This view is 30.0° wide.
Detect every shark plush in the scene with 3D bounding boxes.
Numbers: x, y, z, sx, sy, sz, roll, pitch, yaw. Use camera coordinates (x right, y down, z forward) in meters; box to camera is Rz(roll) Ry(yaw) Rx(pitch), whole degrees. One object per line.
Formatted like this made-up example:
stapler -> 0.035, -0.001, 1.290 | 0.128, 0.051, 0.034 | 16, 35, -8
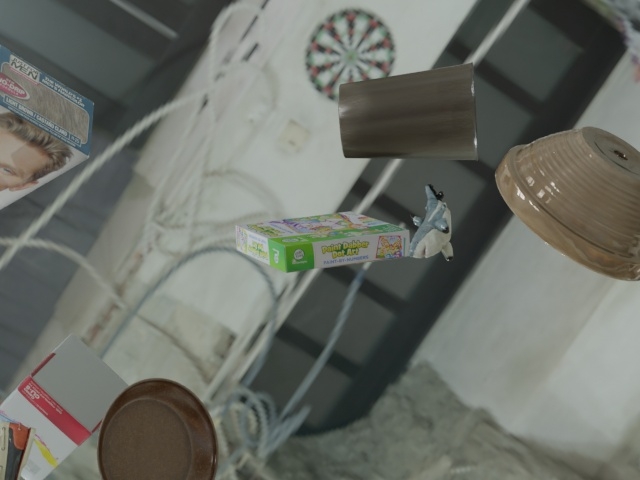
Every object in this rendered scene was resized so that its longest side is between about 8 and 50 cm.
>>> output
shark plush -> 0.174, -0.038, 1.912 | 0.067, 0.161, 0.073 | -5, 146, 10

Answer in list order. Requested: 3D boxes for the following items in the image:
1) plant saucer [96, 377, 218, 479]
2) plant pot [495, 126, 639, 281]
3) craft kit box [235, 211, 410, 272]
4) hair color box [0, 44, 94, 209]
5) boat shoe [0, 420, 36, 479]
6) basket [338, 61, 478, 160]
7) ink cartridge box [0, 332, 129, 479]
plant saucer -> -0.227, 0.288, 1.622 | 0.199, 0.198, 0.036 | 30, 149, -34
plant pot -> 0.350, -0.066, 1.507 | 0.237, 0.109, 0.237 | 24, -150, -15
craft kit box -> 0.000, 0.000, 2.199 | 0.247, 0.060, 0.250 | -10, -167, -23
hair color box -> -0.508, -0.127, 1.715 | 0.174, 0.347, 0.105 | 31, -136, -42
boat shoe -> -0.383, 0.286, 1.439 | 0.043, 0.137, 0.049 | 18, 178, -17
basket -> 0.149, -0.210, 2.018 | 0.227, 0.154, 0.204 | -3, 158, 6
ink cartridge box -> -0.402, 0.256, 1.789 | 0.127, 0.176, 0.128 | 44, -148, -5
